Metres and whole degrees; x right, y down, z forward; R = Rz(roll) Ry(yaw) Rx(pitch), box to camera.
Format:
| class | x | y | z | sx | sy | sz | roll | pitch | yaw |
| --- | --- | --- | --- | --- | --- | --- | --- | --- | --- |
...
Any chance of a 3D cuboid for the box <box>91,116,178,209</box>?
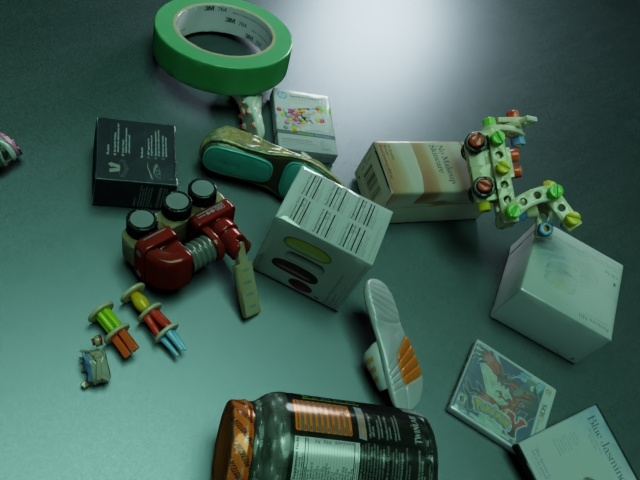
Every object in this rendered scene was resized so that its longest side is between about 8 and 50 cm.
| class | x | y | z | sx | sy | sz | roll | pitch | yaw |
| --- | --- | --- | --- | --- | --- | --- | --- | --- | --- |
| box | -0.375 | -0.154 | 1.419 | 0.158 | 0.093 | 0.156 | 4 | 57 | -21 |

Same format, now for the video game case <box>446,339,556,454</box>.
| class | x | y | z | sx | sy | sz | roll | pitch | yaw |
| --- | --- | --- | --- | --- | --- | --- | --- | --- | --- |
| video game case | 0.375 | 0.326 | 1.444 | 0.201 | 0.023 | 0.183 | 32 | 52 | 1 |

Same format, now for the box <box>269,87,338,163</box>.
| class | x | y | z | sx | sy | sz | roll | pitch | yaw |
| --- | --- | --- | --- | --- | --- | --- | --- | --- | --- |
| box | -0.041 | -0.272 | 1.667 | 0.145 | 0.038 | 0.186 | 5 | 55 | -19 |

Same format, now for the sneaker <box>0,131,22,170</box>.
| class | x | y | z | sx | sy | sz | roll | pitch | yaw |
| --- | --- | --- | --- | --- | --- | --- | --- | --- | --- |
| sneaker | -0.669 | -0.191 | 1.344 | 0.178 | 0.072 | 0.077 | 27 | 63 | 4 |

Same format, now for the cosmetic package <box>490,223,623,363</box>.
| class | x | y | z | sx | sy | sz | roll | pitch | yaw |
| --- | --- | --- | --- | --- | --- | --- | --- | --- | --- |
| cosmetic package | 0.532 | 0.113 | 1.579 | 0.224 | 0.138 | 0.224 | 29 | 53 | -1 |

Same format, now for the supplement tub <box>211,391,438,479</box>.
| class | x | y | z | sx | sy | sz | roll | pitch | yaw |
| --- | --- | --- | --- | --- | --- | --- | --- | --- | --- |
| supplement tub | 0.004 | 0.363 | 1.155 | 0.338 | 0.207 | 0.207 | 11 | 55 | -14 |

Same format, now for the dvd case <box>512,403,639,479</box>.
| class | x | y | z | sx | sy | sz | roll | pitch | yaw |
| --- | --- | --- | --- | --- | --- | --- | --- | --- | --- |
| dvd case | 0.513 | 0.450 | 1.402 | 0.253 | 0.022 | 0.180 | -13 | 68 | -32 |

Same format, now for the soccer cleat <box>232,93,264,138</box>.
| class | x | y | z | sx | sy | sz | roll | pitch | yaw |
| --- | --- | --- | --- | --- | --- | --- | --- | --- | --- |
| soccer cleat | -0.159 | -0.314 | 1.632 | 0.076 | 0.068 | 0.196 | -9 | 59 | -30 |

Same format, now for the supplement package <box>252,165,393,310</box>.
| class | x | y | z | sx | sy | sz | roll | pitch | yaw |
| --- | --- | --- | --- | --- | --- | --- | --- | --- | --- |
| supplement package | 0.000 | 0.000 | 1.403 | 0.203 | 0.194 | 0.149 | 27 | 52 | -2 |

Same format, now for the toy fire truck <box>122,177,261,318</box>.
| class | x | y | z | sx | sy | sz | roll | pitch | yaw |
| --- | --- | --- | --- | --- | --- | --- | --- | --- | --- |
| toy fire truck | -0.224 | 0.039 | 1.336 | 0.217 | 0.158 | 0.246 | -32 | 64 | -35 |

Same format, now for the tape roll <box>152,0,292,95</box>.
| class | x | y | z | sx | sy | sz | roll | pitch | yaw |
| --- | --- | --- | --- | --- | --- | --- | --- | --- | --- |
| tape roll | -0.229 | -0.464 | 1.655 | 0.321 | 0.077 | 0.321 | 10 | 44 | -9 |

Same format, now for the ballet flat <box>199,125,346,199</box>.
| class | x | y | z | sx | sy | sz | roll | pitch | yaw |
| --- | --- | --- | --- | --- | --- | --- | --- | --- | --- |
| ballet flat | -0.088 | -0.160 | 1.533 | 0.349 | 0.123 | 0.123 | 20 | 53 | -9 |

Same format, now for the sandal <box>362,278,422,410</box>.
| class | x | y | z | sx | sy | sz | roll | pitch | yaw |
| --- | --- | --- | --- | --- | --- | --- | --- | --- | --- |
| sandal | 0.125 | 0.209 | 1.387 | 0.102 | 0.076 | 0.265 | 2 | 67 | -46 |

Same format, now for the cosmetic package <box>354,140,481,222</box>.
| class | x | y | z | sx | sy | sz | roll | pitch | yaw |
| --- | --- | --- | --- | --- | --- | --- | --- | --- | --- |
| cosmetic package | 0.249 | -0.137 | 1.635 | 0.296 | 0.129 | 0.153 | -4 | 61 | -25 |

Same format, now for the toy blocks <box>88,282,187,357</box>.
| class | x | y | z | sx | sy | sz | roll | pitch | yaw |
| --- | --- | --- | --- | --- | --- | --- | --- | --- | --- |
| toy blocks | -0.320 | 0.162 | 1.255 | 0.123 | 0.054 | 0.148 | -34 | 76 | -36 |

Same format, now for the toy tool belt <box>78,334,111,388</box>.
| class | x | y | z | sx | sy | sz | roll | pitch | yaw |
| --- | --- | --- | --- | --- | --- | --- | --- | --- | --- |
| toy tool belt | -0.390 | 0.206 | 1.197 | 0.051 | 0.052 | 0.083 | -14 | 84 | -16 |

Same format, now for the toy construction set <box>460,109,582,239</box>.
| class | x | y | z | sx | sy | sz | roll | pitch | yaw |
| --- | --- | --- | --- | --- | --- | --- | --- | --- | --- |
| toy construction set | 0.427 | -0.156 | 1.546 | 0.215 | 0.151 | 0.327 | -7 | 63 | 1 |
